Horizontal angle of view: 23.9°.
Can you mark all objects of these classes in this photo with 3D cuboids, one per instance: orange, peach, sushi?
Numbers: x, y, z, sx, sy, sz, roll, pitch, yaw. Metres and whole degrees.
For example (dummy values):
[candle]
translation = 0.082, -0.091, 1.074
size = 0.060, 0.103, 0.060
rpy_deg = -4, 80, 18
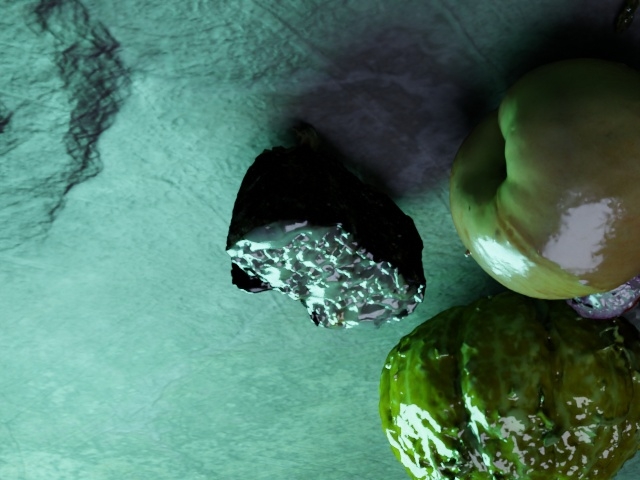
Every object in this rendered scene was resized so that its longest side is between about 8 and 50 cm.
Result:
[orange]
translation = 0.213, 0.179, 1.592
size = 0.301, 0.223, 0.300
rpy_deg = -4, 162, -10
[peach]
translation = 0.233, -0.046, 1.288
size = 0.232, 0.233, 0.232
rpy_deg = -3, 146, -2
[sushi]
translation = 0.000, 0.000, 1.408
size = 0.147, 0.115, 0.212
rpy_deg = -33, 136, 30

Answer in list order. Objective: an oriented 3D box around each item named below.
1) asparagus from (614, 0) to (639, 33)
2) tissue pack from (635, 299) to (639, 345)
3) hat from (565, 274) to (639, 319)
[asparagus]
translation = 0.262, -0.215, 1.204
size = 0.016, 0.016, 0.163
rpy_deg = -13, 149, -22
[tissue pack]
translation = 0.461, 0.056, 1.464
size = 0.256, 0.123, 0.215
rpy_deg = -10, 173, -28
[hat]
translation = 0.225, -0.008, 1.430
size = 0.227, 0.140, 0.129
rpy_deg = 26, 108, -20
